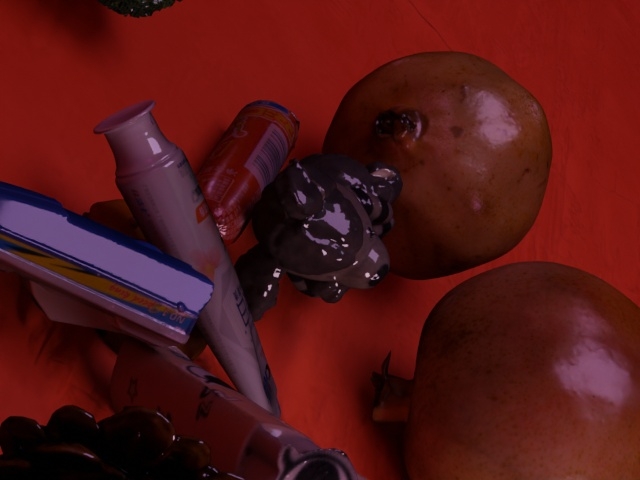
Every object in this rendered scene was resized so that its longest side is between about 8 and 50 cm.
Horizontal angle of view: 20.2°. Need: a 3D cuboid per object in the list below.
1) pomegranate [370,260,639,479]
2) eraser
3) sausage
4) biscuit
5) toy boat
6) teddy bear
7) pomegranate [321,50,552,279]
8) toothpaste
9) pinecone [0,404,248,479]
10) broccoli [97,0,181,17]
[{"bbox_3d":[0.208,0.173,1.831,0.319,0.319,0.319,40,31,-30],"label":"pomegranate"},{"bbox_3d":[-0.050,0.174,1.415,0.171,0.087,0.290,38,-6,-30],"label":"eraser"},{"bbox_3d":[-0.088,-0.057,1.797,0.074,0.074,0.274,50,28,-14],"label":"sausage"},{"bbox_3d":[-0.147,0.038,1.617,0.170,0.050,0.170,40,32,-31],"label":"biscuit"},{"bbox_3d":[-0.239,0.003,1.438,0.295,0.088,0.129,25,2,-25],"label":"toy boat"},{"bbox_3d":[-0.005,0.007,1.770,0.144,0.171,0.251,36,17,2],"label":"teddy bear"},{"bbox_3d":[0.129,-0.085,1.978,0.264,0.264,0.264,40,31,-30],"label":"pomegranate"},{"bbox_3d":[-0.103,0.033,1.584,0.100,0.066,0.323,-92,158,-71],"label":"toothpaste"},{"bbox_3d":[-0.158,0.237,1.203,0.224,0.224,0.272,42,49,-27],"label":"pinecone"},{"bbox_3d":[-0.194,-0.374,1.771,0.308,0.275,0.308,154,-90,-89],"label":"broccoli"}]
